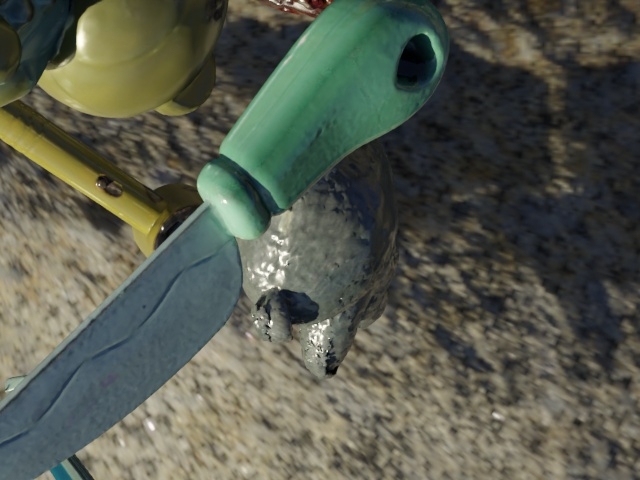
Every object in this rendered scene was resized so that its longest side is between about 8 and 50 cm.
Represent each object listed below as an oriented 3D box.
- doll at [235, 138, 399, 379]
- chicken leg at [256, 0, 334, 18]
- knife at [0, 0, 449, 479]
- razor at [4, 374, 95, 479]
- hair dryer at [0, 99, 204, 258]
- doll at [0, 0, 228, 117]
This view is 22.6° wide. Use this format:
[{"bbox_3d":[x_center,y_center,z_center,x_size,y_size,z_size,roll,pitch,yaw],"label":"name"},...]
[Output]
[{"bbox_3d":[-0.008,-0.001,1.433,0.158,0.340,0.246,9,88,6],"label":"doll"},{"bbox_3d":[-0.045,-0.262,1.572,0.219,0.089,0.048,23,73,22],"label":"chicken leg"},{"bbox_3d":[-0.046,0.009,0.583,0.260,0.034,0.063,-48,143,-9],"label":"knife"},{"bbox_3d":[-0.128,0.156,0.966,0.037,0.191,0.068,-48,145,6],"label":"razor"},{"bbox_3d":[-0.205,-0.055,1.551,0.278,0.135,0.090,35,93,-22],"label":"hair dryer"},{"bbox_3d":[-0.168,-0.162,0.982,0.260,0.161,0.177,-7,91,-45],"label":"doll"}]
